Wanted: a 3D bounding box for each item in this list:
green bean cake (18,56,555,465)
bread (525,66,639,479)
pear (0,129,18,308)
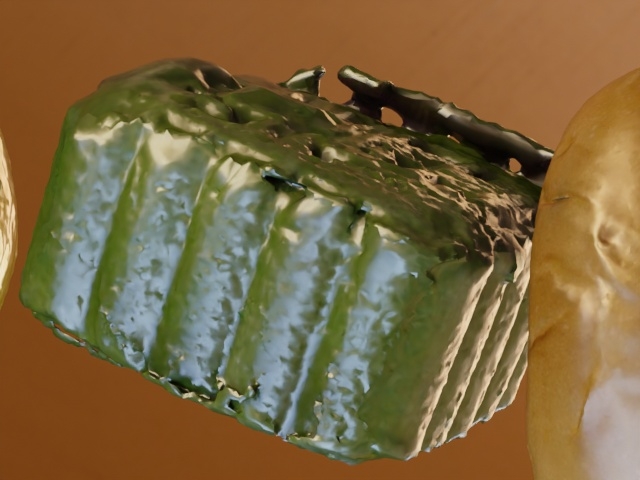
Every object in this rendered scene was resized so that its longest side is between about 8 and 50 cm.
[{"bbox_3d":[0.000,0.000,1.357,0.335,0.218,0.319,20,-168,18],"label":"green bean cake"},{"bbox_3d":[0.122,0.035,0.624,0.077,0.114,0.189,-170,77,-83],"label":"bread"},{"bbox_3d":[-0.413,-0.023,1.537,0.391,0.391,0.391,42,-166,-13],"label":"pear"}]
